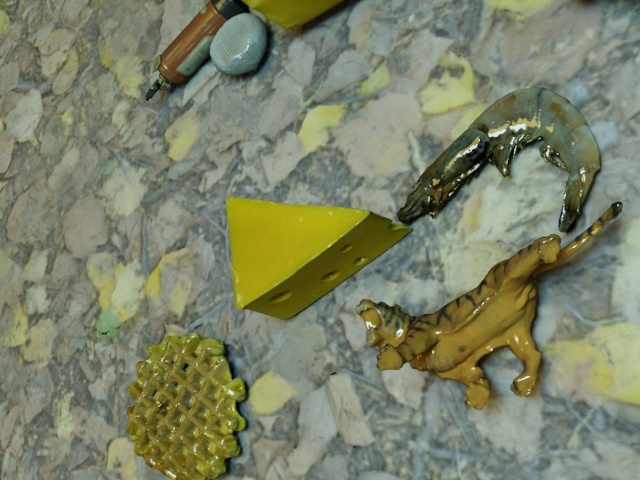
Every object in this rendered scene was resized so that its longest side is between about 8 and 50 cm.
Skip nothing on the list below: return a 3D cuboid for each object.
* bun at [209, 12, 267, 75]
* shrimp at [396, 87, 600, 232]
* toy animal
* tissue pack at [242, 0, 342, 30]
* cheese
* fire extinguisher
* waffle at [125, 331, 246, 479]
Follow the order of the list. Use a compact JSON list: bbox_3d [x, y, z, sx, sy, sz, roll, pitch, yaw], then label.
[{"bbox_3d":[-0.098,-0.241,0.910,0.083,0.045,0.083,-9,72,31],"label":"bun"},{"bbox_3d":[0.169,-0.048,0.685,0.195,0.035,0.147,-43,61,18],"label":"shrimp"},{"bbox_3d":[0.159,0.054,0.640,0.255,0.114,0.116,-36,18,18],"label":"toy animal"},{"bbox_3d":[0.039,-0.449,0.750,0.382,0.228,0.293,-23,68,30],"label":"tissue pack"},{"bbox_3d":[0.000,0.000,0.752,0.171,0.093,0.126,-19,66,30],"label":"cheese"},{"bbox_3d":[-0.169,-0.252,0.957,0.177,0.050,0.062,-41,25,21],"label":"fire extinguisher"},{"bbox_3d":[-0.159,0.195,0.853,0.191,0.038,0.191,-10,73,34],"label":"waffle"}]
